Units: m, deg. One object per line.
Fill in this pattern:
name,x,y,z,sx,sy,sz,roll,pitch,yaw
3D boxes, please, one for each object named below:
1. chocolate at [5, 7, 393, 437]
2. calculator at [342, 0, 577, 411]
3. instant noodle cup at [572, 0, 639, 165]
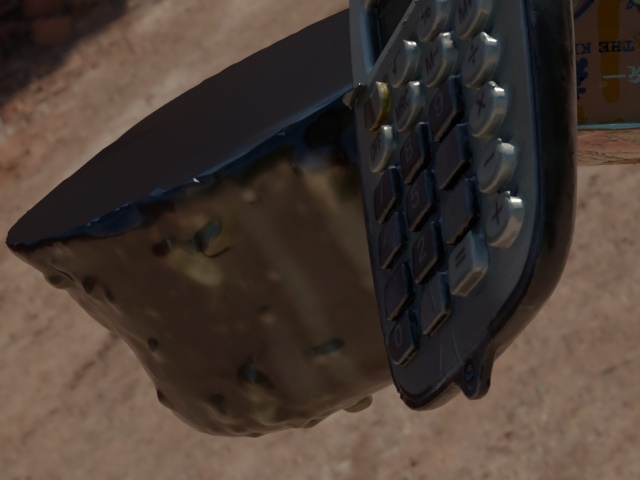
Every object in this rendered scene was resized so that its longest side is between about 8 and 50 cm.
chocolate,0.000,0.000,1.073,0.340,0.210,0.225,-25,17,23
calculator,0.051,-0.062,0.680,0.177,0.040,0.268,124,150,-59
instant noodle cup,0.215,-0.147,1.254,0.215,0.172,0.216,-1,-4,0
